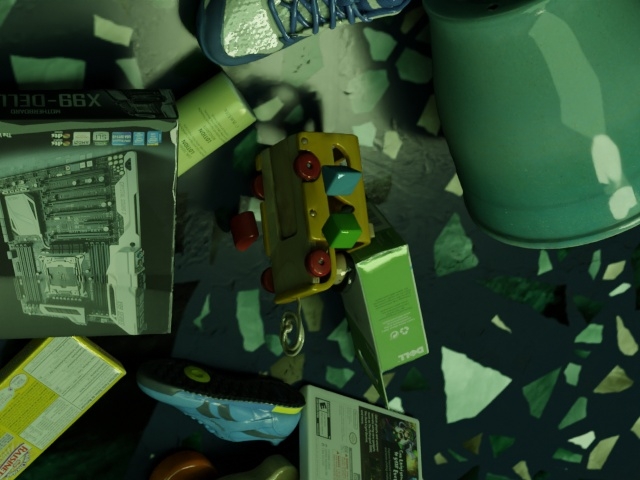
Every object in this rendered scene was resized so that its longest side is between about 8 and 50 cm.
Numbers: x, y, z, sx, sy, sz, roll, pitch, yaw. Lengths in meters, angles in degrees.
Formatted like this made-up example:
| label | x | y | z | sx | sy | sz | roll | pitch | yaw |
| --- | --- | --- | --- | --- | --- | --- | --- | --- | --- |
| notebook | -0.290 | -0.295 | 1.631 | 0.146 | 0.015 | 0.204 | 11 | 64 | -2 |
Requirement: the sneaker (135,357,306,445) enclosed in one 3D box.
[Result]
| label | x | y | z | sx | sy | sz | roll | pitch | yaw |
| --- | --- | --- | --- | --- | --- | --- | --- | --- | --- |
| sneaker | -0.118 | 0.189 | 1.808 | 0.209 | 0.069 | 0.082 | 15 | 115 | -31 |

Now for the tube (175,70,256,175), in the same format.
| label | x | y | z | sx | sy | sz | roll | pitch | yaw |
| --- | --- | --- | --- | --- | --- | --- | --- | --- | --- |
| tube | -0.177 | -0.078 | 1.629 | 0.240 | 0.062 | 0.070 | -33 | 83 | 5 |

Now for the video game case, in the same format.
| label | x | y | z | sx | sy | sz | roll | pitch | yaw |
| --- | --- | --- | --- | --- | --- | --- | --- | --- | --- |
| video game case | 0.048 | 0.275 | 1.873 | 0.173 | 0.190 | 0.022 | 21 | 143 | -32 |

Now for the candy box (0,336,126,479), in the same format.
| label | x | y | z | sx | sy | sz | roll | pitch | yaw |
| --- | --- | --- | --- | --- | --- | --- | --- | --- | --- |
| candy box | -0.317 | 0.180 | 1.738 | 0.206 | 0.027 | 0.105 | -43 | 130 | 5 |

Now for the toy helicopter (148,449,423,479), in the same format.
| label | x | y | z | sx | sy | sz | roll | pitch | yaw |
| --- | --- | --- | --- | --- | --- | --- | --- | --- | --- |
| toy helicopter | -0.032 | 0.349 | 1.907 | 0.355 | 0.140 | 0.235 | -12 | 120 | -28 |

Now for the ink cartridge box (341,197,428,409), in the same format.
| label | x | y | z | sx | sy | sz | roll | pitch | yaw |
| --- | --- | --- | --- | --- | --- | --- | --- | --- | --- |
| ink cartridge box | 0.066 | 0.070 | 1.792 | 0.062 | 0.109 | 0.209 | -21 | 125 | -10 |

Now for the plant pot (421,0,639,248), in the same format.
| label | x | y | z | sx | sy | sz | roll | pitch | yaw |
| --- | --- | --- | --- | --- | --- | --- | --- | --- | --- |
| plant pot | 0.229 | -0.175 | 1.620 | 0.271 | 0.272 | 0.255 | -31 | 125 | -4 |

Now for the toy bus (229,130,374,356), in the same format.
| label | x | y | z | sx | sy | sz | roll | pitch | yaw |
| --- | --- | --- | --- | --- | --- | --- | --- | --- | --- |
| toy bus | 0.002 | -0.013 | 1.663 | 0.104 | 0.191 | 0.202 | 0 | 123 | -33 |

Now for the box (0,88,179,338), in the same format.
| label | x | y | z | sx | sy | sz | roll | pitch | yaw |
| --- | --- | --- | --- | --- | --- | --- | --- | --- | --- |
| box | -0.295 | -0.024 | 1.563 | 0.307 | 0.076 | 0.242 | -1 | 120 | -11 |

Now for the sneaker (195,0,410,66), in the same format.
| label | x | y | z | sx | sy | sz | roll | pitch | yaw |
| --- | --- | --- | --- | --- | --- | --- | --- | --- | --- |
| sneaker | 0.015 | -0.256 | 1.561 | 0.296 | 0.131 | 0.112 | -34 | 129 | 0 |
